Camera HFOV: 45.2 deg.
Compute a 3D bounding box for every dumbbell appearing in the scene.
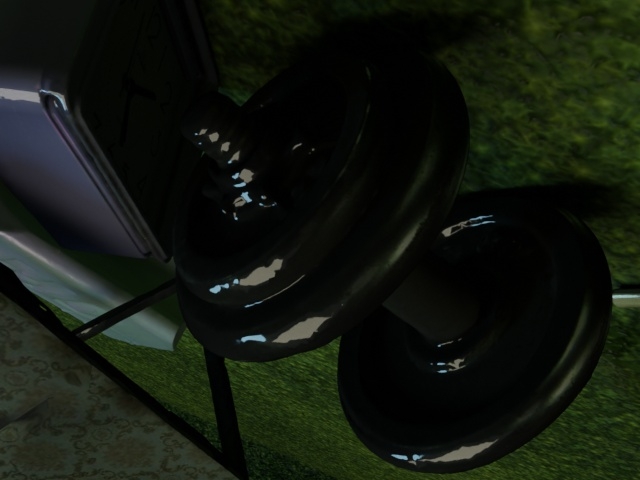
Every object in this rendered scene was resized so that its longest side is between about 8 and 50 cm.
[{"bbox_3d":[0.039,0.013,0.434,0.290,0.192,0.192,38,155,-32],"label":"dumbbell"}]

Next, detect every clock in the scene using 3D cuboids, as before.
[{"bbox_3d":[-0.119,-0.088,0.425,0.073,0.145,0.193,9,157,7],"label":"clock"}]

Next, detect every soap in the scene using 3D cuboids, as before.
[{"bbox_3d":[-0.297,-0.010,0.844,0.208,0.115,0.347,0,148,46],"label":"soap"}]

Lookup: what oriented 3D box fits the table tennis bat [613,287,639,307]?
[{"bbox_3d":[0.259,0.036,0.489,0.087,0.013,0.156,37,155,-30],"label":"table tennis bat"}]

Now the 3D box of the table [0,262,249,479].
[{"bbox_3d":[-0.244,0.055,0.583,0.222,0.272,0.335,-26,134,7],"label":"table"}]
